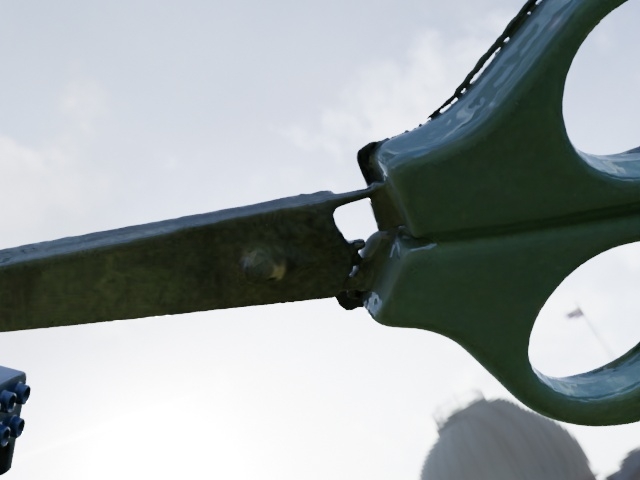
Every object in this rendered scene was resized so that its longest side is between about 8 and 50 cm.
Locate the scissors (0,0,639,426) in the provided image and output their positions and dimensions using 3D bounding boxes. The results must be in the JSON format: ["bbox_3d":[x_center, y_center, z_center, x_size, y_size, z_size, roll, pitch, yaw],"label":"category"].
[{"bbox_3d":[0.000,-0.001,0.344,0.360,0.029,0.191,-7,-60,-14],"label":"scissors"}]

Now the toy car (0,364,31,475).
[{"bbox_3d":[-0.210,0.158,0.620,0.097,0.100,0.191,-28,-49,-80],"label":"toy car"}]
